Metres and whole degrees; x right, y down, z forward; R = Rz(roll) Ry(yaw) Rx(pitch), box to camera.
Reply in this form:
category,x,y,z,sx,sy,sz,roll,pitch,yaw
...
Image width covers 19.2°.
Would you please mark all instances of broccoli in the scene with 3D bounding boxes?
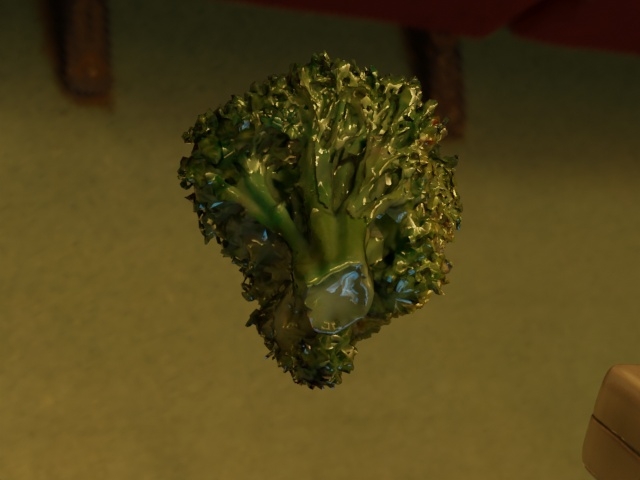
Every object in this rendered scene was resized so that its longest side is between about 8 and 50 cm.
category,x,y,z,sx,sy,sz,roll,pitch,yaw
broccoli,0.000,0.000,1.185,0.194,0.194,0.220,-23,127,-46

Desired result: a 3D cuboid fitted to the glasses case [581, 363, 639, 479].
category,x,y,z,sx,sy,sz,roll,pitch,yaw
glasses case,0.294,0.171,1.124,0.144,0.336,0.076,7,106,-25
